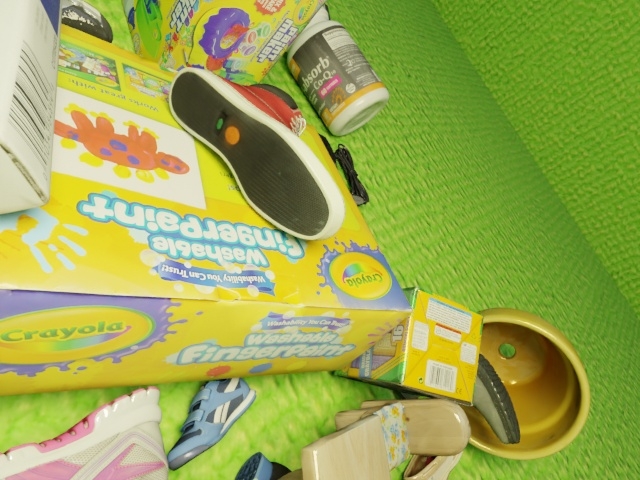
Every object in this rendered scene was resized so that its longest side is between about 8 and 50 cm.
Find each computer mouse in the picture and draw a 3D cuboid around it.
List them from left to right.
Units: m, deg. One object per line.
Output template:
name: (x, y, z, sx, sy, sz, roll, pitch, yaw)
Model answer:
computer mouse: (0.000, -0.148, 0.908, 0.262, 0.060, 0.184, 14, 48, -54)

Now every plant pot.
plant pot: (0.364, 0.245, 0.863, 0.254, 0.254, 0.239, 61, 23, 9)

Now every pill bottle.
pill bottle: (0.022, -0.397, 1.027, 0.278, 0.162, 0.162, 56, 39, 3)

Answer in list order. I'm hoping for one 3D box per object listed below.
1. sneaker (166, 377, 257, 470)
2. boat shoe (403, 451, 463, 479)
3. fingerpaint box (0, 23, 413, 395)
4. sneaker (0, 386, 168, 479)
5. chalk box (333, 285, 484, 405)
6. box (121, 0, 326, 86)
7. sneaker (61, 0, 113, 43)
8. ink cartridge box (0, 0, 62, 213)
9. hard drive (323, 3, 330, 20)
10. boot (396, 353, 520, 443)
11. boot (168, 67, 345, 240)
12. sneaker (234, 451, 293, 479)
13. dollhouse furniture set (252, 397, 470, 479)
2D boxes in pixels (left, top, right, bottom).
sneaker: (-0.133, 0.202, 0.514, 0.059, 0.053, 0.144, 53, 25, 0)
boat shoe: (0.186, 0.348, 0.728, 0.059, 0.063, 0.170, 59, 39, -4)
fingerpaint box: (-0.155, -0.032, 0.533, 0.445, 0.163, 0.371, 10, 44, -42)
sneaker: (-0.228, 0.222, 0.365, 0.252, 0.103, 0.111, -16, 74, -49)
chalk box: (0.115, 0.158, 0.673, 0.132, 0.213, 0.132, 22, 71, -24)
box: (-0.177, -0.422, 0.737, 0.177, 0.290, 0.279, -1, 63, -46)
sneaker: (-0.405, -0.279, 0.578, 0.229, 0.086, 0.132, 16, 56, -25)
ink cartridge box: (-0.372, -0.126, 0.317, 0.330, 0.071, 0.324, -13, 56, -12)
hard drive: (-0.009, -0.538, 1.150, 0.022, 0.094, 0.135, 19, 50, -37)
boot: (0.212, 0.244, 0.759, 0.083, 0.161, 0.246, 9, 50, -62)
boot: (-0.035, -0.108, 0.522, 0.244, 0.088, 0.176, 47, 29, 14)
sneaker: (-0.073, 0.344, 0.452, 0.090, 0.081, 0.232, 38, 41, -12)
dollhouse furniture set: (0.081, 0.365, 0.373, 0.362, 0.257, 0.393, 5, 73, -53)
